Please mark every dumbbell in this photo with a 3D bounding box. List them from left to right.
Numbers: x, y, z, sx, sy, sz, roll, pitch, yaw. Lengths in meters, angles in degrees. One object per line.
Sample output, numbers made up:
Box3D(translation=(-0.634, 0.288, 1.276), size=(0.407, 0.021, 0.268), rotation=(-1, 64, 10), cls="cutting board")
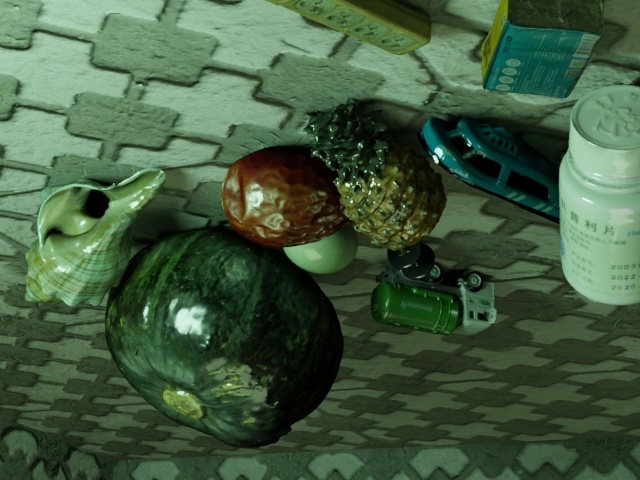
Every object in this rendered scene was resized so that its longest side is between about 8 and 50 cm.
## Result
Box3D(translation=(0.162, 0.028, 2.314), size=(0.069, 0.069, 0.147), rotation=(-8, 156, 28), cls="dumbbell")

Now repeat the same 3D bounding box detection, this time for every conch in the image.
Box3D(translation=(-0.393, -0.017, 2.190), size=(0.203, 0.169, 0.386), rotation=(40, 108, -11), cls="conch")

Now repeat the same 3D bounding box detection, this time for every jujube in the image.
Box3D(translation=(-0.036, -0.068, 2.010), size=(0.236, 0.168, 0.168), rotation=(-2, 165, -34), cls="jujube")

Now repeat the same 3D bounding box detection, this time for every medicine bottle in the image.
Box3D(translation=(0.419, -0.061, 1.807), size=(0.170, 0.170, 0.293), rotation=(0, 134, 10), cls="medicine bottle")

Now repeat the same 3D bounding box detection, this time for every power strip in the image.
Box3D(translation=(0.021, -0.283, 1.547), size=(0.305, 0.044, 0.064), rotation=(16, 156, -40), cls="power strip")

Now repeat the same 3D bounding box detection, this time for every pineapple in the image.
Box3D(translation=(0.063, -0.108, 1.895), size=(0.158, 0.158, 0.278), rotation=(-12, 141, 35), cls="pineapple")

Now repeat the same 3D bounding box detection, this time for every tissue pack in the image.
Box3D(translation=(0.267, -0.247, 1.574), size=(0.120, 0.082, 0.169), rotation=(5, 159, -2), cls="tissue pack")

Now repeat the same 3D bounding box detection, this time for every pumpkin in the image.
Box3D(translation=(-0.172, 0.166, 2.348), size=(0.454, 0.344, 0.454), rotation=(22, 153, 12), cls="pumpkin")

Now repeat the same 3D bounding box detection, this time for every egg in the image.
Box3D(translation=(0.000, 0.000, 2.205), size=(0.114, 0.114, 0.152), rotation=(-15, 151, 39), cls="egg")

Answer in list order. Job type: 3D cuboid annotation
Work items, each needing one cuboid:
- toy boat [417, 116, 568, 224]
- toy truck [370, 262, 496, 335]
Box3D(translation=(0.276, -0.122, 1.884), size=(0.299, 0.134, 0.092), rotation=(20, 122, -37), cls="toy boat")
Box3D(translation=(0.212, 0.115, 2.456), size=(0.242, 0.125, 0.101), rotation=(11, 157, -21), cls="toy truck")
